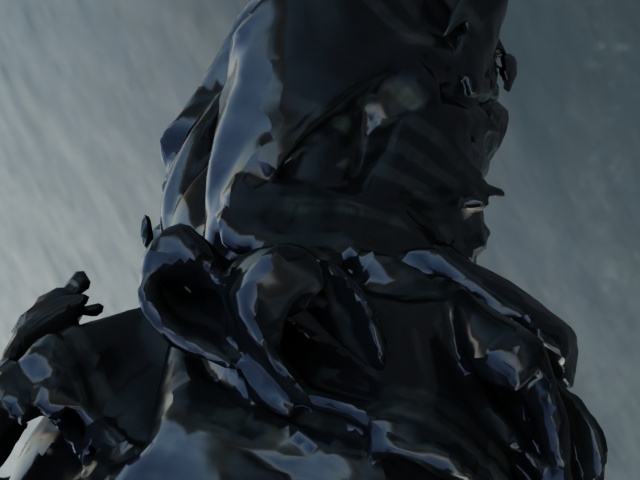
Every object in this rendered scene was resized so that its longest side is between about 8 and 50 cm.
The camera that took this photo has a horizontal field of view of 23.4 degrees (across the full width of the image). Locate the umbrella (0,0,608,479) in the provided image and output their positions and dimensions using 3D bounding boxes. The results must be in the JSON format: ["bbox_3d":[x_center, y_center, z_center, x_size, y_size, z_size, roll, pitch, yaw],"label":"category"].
[{"bbox_3d":[0.009,-0.002,0.395,0.154,0.336,0.128,-11,134,37],"label":"umbrella"}]
